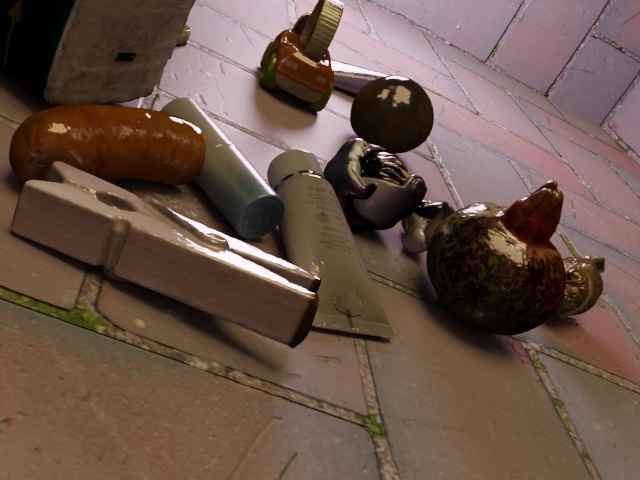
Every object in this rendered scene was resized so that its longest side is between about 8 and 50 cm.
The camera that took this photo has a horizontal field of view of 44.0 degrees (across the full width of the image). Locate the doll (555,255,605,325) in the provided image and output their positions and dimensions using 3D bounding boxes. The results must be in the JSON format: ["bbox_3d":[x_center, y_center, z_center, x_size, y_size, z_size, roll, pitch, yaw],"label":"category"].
[{"bbox_3d":[0.441,0.077,1.405,0.221,0.105,0.115,-18,91,-59],"label":"doll"}]

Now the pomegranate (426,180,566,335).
[{"bbox_3d":[0.277,0.017,1.162,0.214,0.248,0.214,25,32,-16],"label":"pomegranate"}]

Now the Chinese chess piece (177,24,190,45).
[{"bbox_3d":[-0.303,-0.424,1.589,0.084,0.034,0.084,23,25,-12],"label":"Chinese chess piece"}]

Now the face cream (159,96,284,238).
[{"bbox_3d":[-0.145,-0.106,1.111,0.077,0.077,0.250,4,34,-45],"label":"face cream"}]

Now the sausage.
[{"bbox_3d":[-0.260,-0.117,0.975,0.109,0.109,0.270,41,26,21],"label":"sausage"}]

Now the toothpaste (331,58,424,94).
[{"bbox_3d":[0.078,-0.392,1.940,0.371,0.080,0.125,12,33,-21],"label":"toothpaste"}]

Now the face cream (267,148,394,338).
[{"bbox_3d":[0.000,0.000,1.082,0.143,0.089,0.314,15,37,-34],"label":"face cream"}]

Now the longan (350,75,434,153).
[{"bbox_3d":[0.151,-0.264,1.666,0.187,0.168,0.167,-15,48,-30],"label":"longan"}]

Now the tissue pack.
[{"bbox_3d":[-0.422,-0.404,1.150,0.416,0.253,0.264,36,25,14],"label":"tissue pack"}]

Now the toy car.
[{"bbox_3d":[-0.019,-0.412,1.668,0.145,0.235,0.235,24,25,-17],"label":"toy car"}]

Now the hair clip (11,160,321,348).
[{"bbox_3d":[-0.159,0.018,0.856,0.330,0.085,0.101,22,23,-5],"label":"hair clip"}]

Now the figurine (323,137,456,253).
[{"bbox_3d":[0.100,-0.064,1.281,0.222,0.145,0.145,36,23,-14],"label":"figurine"}]
